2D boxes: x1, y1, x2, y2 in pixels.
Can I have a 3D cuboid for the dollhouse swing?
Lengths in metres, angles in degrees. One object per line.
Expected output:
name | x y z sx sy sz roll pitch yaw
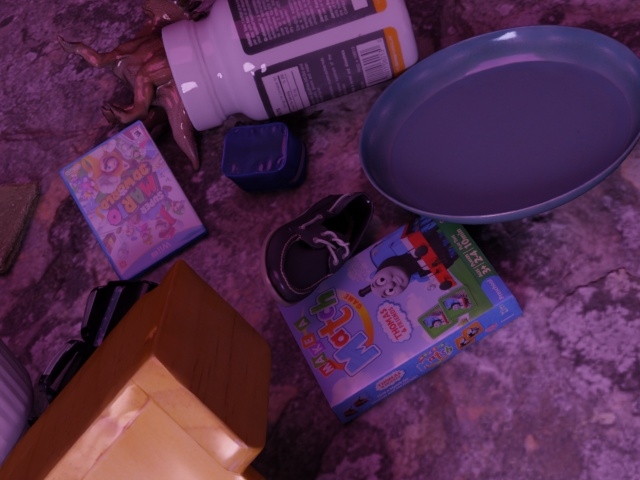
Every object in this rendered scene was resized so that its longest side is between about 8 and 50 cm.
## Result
dollhouse swing | -0.125 0.272 1.124 0.347 0.305 0.315 -50 13 15

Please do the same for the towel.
towel | -0.427 -0.016 1.631 0.110 0.027 0.148 -5 51 23

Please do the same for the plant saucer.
plant saucer | 0.198 -0.122 1.349 0.318 0.043 0.317 -13 42 12

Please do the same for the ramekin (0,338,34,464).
ramekin | -0.425 0.199 1.334 0.273 0.127 0.273 -37 22 18

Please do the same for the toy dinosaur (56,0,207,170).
toy dinosaur | -0.200 -0.229 1.624 0.200 0.127 0.295 -33 51 -9

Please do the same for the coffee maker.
coffee maker | -0.199 0.143 1.337 0.171 0.120 0.178 11 60 13

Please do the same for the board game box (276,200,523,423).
board game box | 0.077 0.070 1.288 0.212 0.039 0.160 -33 46 2

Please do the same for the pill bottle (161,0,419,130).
pill bottle | -0.035 -0.234 1.484 0.279 0.162 0.162 -18 47 2

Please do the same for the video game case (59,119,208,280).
video game case | -0.226 -0.047 1.504 0.119 0.015 0.166 -32 76 1

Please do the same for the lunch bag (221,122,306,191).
lunch bag | -0.068 -0.095 1.480 0.098 0.065 0.067 -2 69 25

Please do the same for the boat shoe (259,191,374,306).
boat shoe | 0.000 0.000 1.308 0.065 0.075 0.206 -27 12 30
